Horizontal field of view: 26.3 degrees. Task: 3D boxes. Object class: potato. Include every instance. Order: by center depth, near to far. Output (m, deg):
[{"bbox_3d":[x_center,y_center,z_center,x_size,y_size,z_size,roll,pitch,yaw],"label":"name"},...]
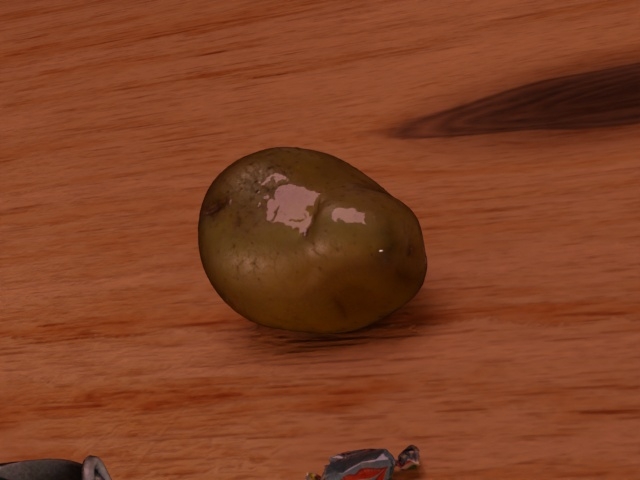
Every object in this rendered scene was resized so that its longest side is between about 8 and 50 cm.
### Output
[{"bbox_3d":[0.000,0.000,1.124,0.194,0.157,0.157,5,34,41],"label":"potato"}]

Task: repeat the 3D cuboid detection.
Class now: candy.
[{"bbox_3d":[0.029,0.156,0.943,0.083,0.020,0.030,-15,26,12],"label":"candy"}]

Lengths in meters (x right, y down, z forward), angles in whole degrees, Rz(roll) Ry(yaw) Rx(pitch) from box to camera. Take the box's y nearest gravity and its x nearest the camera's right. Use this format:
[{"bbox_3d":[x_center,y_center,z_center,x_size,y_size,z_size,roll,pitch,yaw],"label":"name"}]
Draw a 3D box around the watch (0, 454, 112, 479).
[{"bbox_3d":[-0.215,0.227,0.917,0.193,0.068,0.206,7,39,36],"label":"watch"}]
